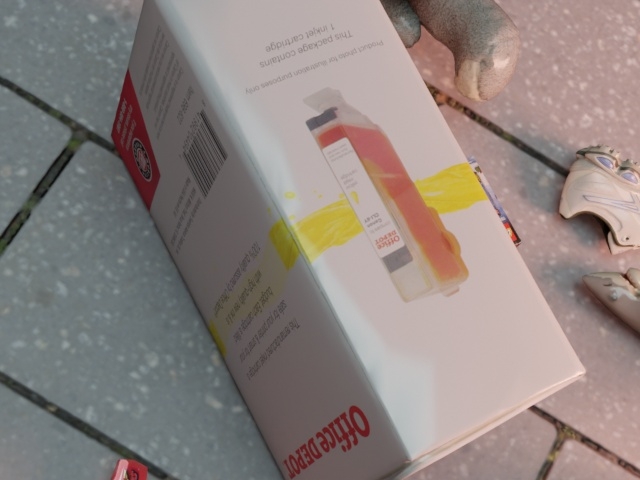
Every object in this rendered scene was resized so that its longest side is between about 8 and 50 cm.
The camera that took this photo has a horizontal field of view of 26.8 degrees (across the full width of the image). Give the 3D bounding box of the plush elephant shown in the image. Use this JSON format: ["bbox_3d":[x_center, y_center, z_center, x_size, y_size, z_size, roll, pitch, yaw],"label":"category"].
[{"bbox_3d":[0.016,-0.299,1.167,0.255,0.271,0.330,-14,46,-32],"label":"plush elephant"}]

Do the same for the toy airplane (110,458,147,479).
[{"bbox_3d":[-0.139,0.249,1.054,0.151,0.028,0.151,4,72,-13],"label":"toy airplane"}]

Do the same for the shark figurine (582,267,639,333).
[{"bbox_3d":[0.364,0.124,1.174,0.166,0.278,0.116,10,108,-40],"label":"shark figurine"}]

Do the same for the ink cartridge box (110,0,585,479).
[{"bbox_3d":[0.000,0.000,1.043,0.160,0.279,0.384,-23,79,-22],"label":"ink cartridge box"}]

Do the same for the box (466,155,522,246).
[{"bbox_3d":[0.100,-0.009,1.206,0.137,0.027,0.094,-23,77,-20],"label":"box"}]

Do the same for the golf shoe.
[{"bbox_3d":[0.303,-0.016,1.252,0.176,0.069,0.086,29,87,0],"label":"golf shoe"}]
